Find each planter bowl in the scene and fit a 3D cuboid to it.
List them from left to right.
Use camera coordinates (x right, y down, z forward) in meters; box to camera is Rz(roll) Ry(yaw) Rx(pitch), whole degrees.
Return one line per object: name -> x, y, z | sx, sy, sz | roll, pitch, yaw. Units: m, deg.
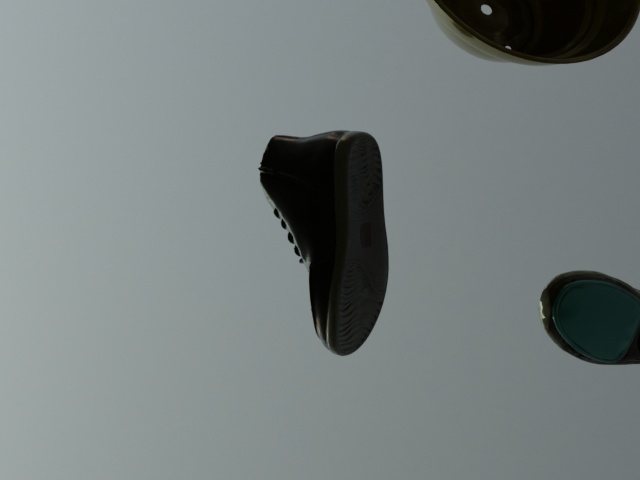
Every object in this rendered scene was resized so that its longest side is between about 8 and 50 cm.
planter bowl -> 0.160, -0.224, 0.829 | 0.090, 0.217, 0.217 | 126, -45, -63

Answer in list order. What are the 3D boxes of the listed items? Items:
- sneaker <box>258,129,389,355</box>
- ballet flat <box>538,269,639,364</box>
sneaker -> 0.000, 0.000, 0.962 | 0.118, 0.083, 0.222 | 7, -83, 40
ballet flat -> 0.192, 0.054, 0.619 | 0.052, 0.168, 0.057 | 32, -79, 59
